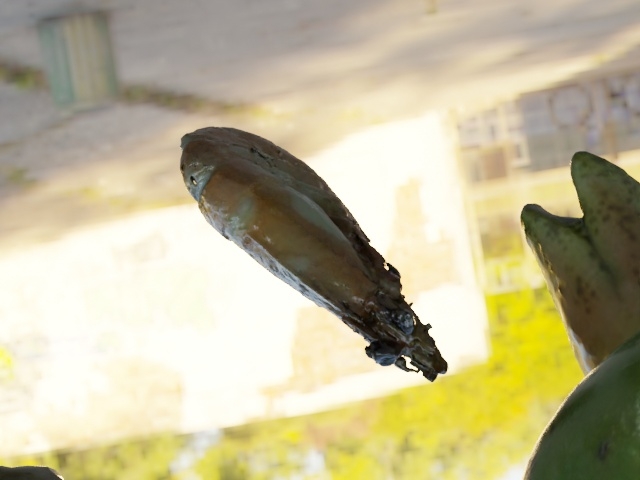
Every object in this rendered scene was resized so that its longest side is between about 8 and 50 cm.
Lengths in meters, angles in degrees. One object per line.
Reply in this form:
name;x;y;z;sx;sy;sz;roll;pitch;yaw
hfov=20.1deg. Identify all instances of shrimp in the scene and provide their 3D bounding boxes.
shrimp;0.000;0.000;0.887;0.091;0.184;0.043;-6;135;-49

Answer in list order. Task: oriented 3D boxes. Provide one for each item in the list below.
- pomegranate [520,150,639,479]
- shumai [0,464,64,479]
pomegranate;0.172;0.094;0.734;0.236;0.302;0.236;-20;138;-19
shumai;-0.075;0.206;0.701;0.283;0.346;0.217;-28;137;19
